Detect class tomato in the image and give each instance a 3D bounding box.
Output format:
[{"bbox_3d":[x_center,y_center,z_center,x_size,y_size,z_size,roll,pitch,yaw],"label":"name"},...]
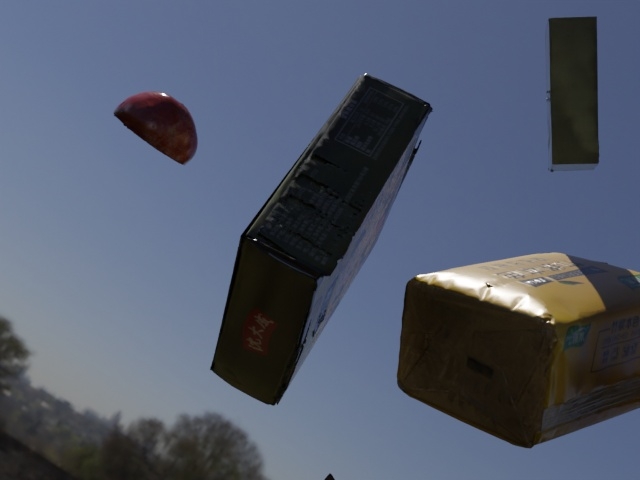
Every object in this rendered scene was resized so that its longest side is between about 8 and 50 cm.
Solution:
[{"bbox_3d":[-0.271,-0.205,1.831,0.139,0.091,0.159,42,3,38],"label":"tomato"}]

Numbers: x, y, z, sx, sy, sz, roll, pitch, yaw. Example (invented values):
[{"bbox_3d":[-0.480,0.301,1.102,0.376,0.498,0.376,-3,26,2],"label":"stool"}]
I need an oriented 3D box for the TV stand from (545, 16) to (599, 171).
[{"bbox_3d":[0.456,-0.264,1.919,0.088,0.269,0.083,0,-6,6],"label":"TV stand"}]

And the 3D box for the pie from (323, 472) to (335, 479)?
[{"bbox_3d":[-0.010,0.411,1.498,0.034,0.170,0.092,-27,-88,40],"label":"pie"}]

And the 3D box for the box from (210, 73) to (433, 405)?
[{"bbox_3d":[0.000,0.000,1.671,0.138,0.420,0.373,29,-38,7],"label":"box"}]

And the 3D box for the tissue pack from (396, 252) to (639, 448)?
[{"bbox_3d":[0.356,0.157,1.684,0.382,0.228,0.293,-6,16,-43],"label":"tissue pack"}]
